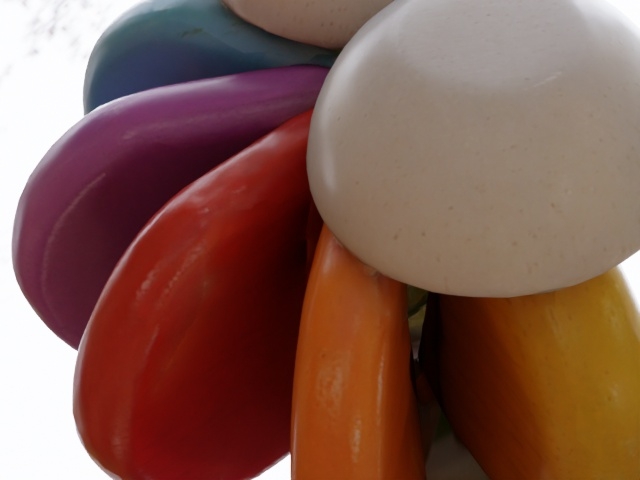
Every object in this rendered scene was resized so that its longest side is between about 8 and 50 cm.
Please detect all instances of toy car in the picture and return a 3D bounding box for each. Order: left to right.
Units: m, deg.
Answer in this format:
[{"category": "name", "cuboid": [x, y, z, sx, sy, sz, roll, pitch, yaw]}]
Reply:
[{"category": "toy car", "cuboid": [0.000, 0.000, 0.432, 0.136, 0.182, 0.159, -17, -45, -7]}]
